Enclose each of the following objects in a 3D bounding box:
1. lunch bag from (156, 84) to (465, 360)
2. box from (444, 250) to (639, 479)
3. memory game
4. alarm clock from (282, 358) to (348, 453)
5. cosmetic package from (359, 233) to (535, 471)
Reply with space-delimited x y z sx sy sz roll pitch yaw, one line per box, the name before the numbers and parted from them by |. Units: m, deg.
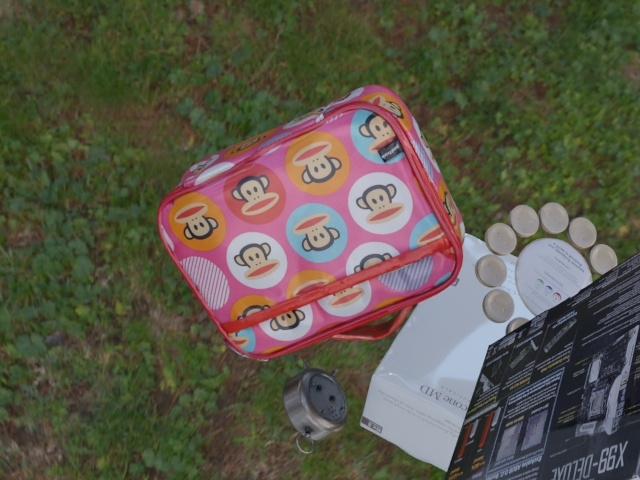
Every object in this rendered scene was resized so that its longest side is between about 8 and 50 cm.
lunch bag | 0.000 0.000 0.975 0.258 0.293 0.120 60 20 -16
box | 0.226 0.152 0.801 0.076 0.307 0.242 32 54 -8
memory game | 0.256 0.046 1.017 0.186 0.012 0.186 4 74 -16
alarm clock | -0.009 0.315 1.693 0.129 0.064 0.192 42 38 -19
cosmetic package | 0.248 0.188 1.542 0.217 0.156 0.385 24 46 14
